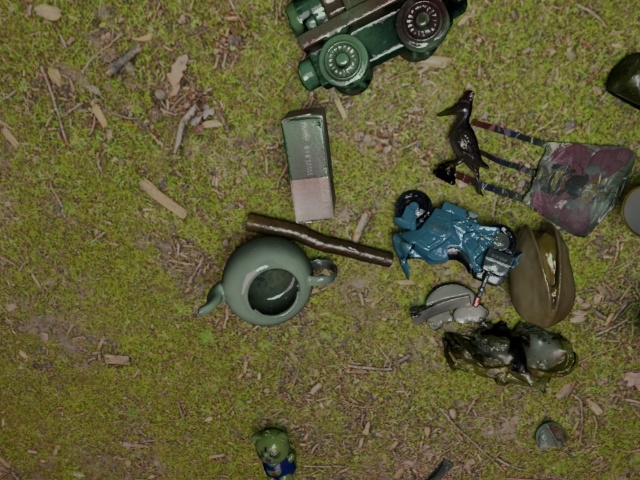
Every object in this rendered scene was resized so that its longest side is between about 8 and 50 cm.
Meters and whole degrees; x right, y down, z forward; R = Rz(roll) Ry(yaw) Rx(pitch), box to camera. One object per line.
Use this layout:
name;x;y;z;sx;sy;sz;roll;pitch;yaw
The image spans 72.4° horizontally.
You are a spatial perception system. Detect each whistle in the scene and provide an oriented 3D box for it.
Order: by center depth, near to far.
whistle;-0.117;0.600;1.191;0.105;0.085;0.227;-7;113;15

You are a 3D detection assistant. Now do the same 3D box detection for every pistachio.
pistachio;0.462;0.074;0.915;0.126;0.152;0.223;-6;94;9

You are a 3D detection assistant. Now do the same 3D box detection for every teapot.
teapot;-0.105;0.088;0.907;0.294;0.129;0.193;-12;110;-13

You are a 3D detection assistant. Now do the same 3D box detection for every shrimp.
shrimp;-0.123;0.077;0.998;0.187;0.051;0.132;43;91;-20

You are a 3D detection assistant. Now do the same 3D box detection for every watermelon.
watermelon;0.603;0.520;1.139;0.085;0.061;0.085;-1;105;-3

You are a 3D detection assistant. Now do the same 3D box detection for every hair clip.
hair clip;0.292;0.153;1.007;0.172;0.049;0.116;-19;115;7

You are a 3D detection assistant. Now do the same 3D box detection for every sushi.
sushi;0.436;0.259;0.999;0.291;0.139;0.131;6;105;2

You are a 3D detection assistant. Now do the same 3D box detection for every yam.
yam;0.000;0.000;0.956;0.327;0.045;0.045;15;86;-4

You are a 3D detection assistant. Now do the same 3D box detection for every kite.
kite;0.452;-0.130;0.894;0.361;0.022;0.204;15;114;-4

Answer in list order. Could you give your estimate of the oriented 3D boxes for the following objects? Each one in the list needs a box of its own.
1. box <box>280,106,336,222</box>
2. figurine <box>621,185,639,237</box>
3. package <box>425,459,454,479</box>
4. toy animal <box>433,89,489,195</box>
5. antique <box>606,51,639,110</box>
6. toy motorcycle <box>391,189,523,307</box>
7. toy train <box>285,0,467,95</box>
box;-0.018;-0.148;0.845;0.081;0.135;0.199;-7;112;6
figurine;0.722;-0.065;0.825;0.264;0.189;0.142;-5;111;-11
package;0.334;0.660;1.234;0.037;0.015;0.110;27;113;-9
toy animal;0.278;-0.187;0.853;0.105;0.070;0.202;1;104;9
antique;0.639;-0.261;0.798;0.221;0.080;0.081;23;113;-8
toy motorcycle;0.262;0.017;0.899;0.272;0.123;0.182;23;91;12
toy train;0.080;-0.389;0.744;0.304;0.150;0.221;-23;100;13
